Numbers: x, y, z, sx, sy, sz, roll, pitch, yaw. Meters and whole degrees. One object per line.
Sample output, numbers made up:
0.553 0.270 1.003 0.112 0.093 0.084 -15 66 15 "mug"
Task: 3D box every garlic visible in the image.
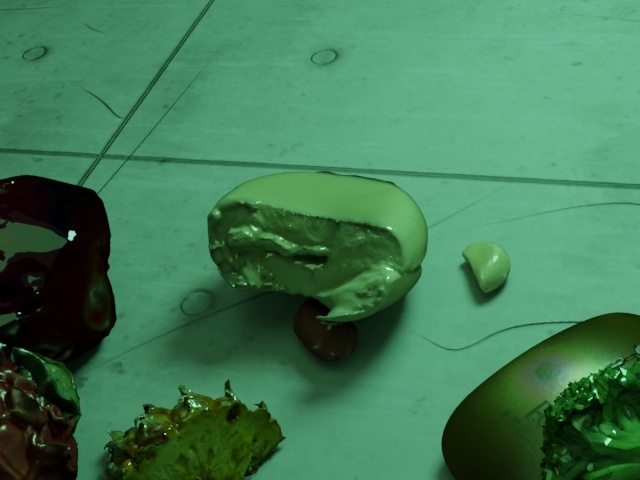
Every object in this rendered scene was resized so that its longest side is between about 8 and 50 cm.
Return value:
0.212 0.030 1.235 0.053 0.041 0.083 -29 34 1 "garlic"

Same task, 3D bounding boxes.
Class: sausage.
0.005 0.111 1.184 0.094 0.059 0.054 37 104 44 "sausage"

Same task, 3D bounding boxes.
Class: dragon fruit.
-0.391 0.233 1.048 0.293 0.233 0.233 -25 41 5 "dragon fruit"

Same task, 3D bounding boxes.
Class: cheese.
0.000 0.000 1.208 0.266 0.127 0.233 10 23 20 "cheese"

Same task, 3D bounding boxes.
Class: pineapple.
-0.181 0.216 1.060 0.250 0.139 0.164 -31 43 -15 "pineapple"

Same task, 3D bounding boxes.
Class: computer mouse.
0.276 0.176 1.033 0.310 0.071 0.158 -27 45 -17 "computer mouse"

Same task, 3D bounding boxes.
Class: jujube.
-0.427 0.067 1.222 0.377 0.258 0.258 -26 43 -5 "jujube"

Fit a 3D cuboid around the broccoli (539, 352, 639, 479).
0.339 0.238 0.773 0.414 0.309 0.321 -7 7 -28 "broccoli"
